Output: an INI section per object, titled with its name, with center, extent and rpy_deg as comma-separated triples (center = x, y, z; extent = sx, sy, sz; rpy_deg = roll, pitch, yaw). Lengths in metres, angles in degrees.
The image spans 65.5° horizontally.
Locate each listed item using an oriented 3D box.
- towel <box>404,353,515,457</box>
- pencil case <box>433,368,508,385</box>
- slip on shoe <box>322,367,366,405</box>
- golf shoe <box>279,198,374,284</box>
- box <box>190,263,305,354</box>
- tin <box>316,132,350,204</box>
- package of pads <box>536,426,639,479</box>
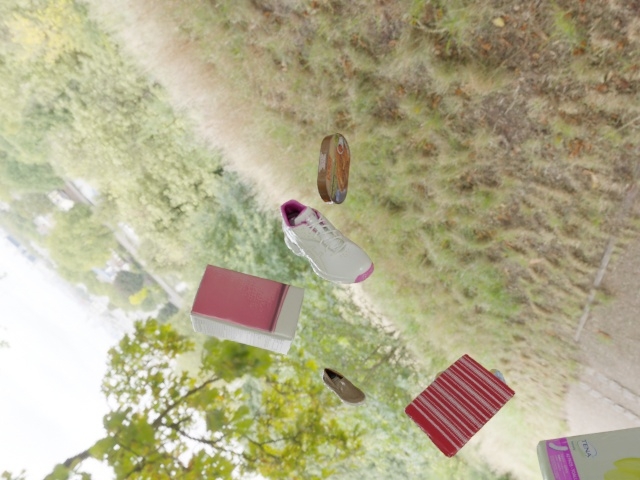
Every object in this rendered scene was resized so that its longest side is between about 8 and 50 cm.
[towel]
center = 0.407, 0.480, 1.469
extent = 0.199, 0.275, 0.031
rpy_deg = 38, 159, 44
[pencil case]
center = 0.557, 0.547, 1.868
extent = 0.114, 0.123, 0.273
rpy_deg = 11, 160, -37
[slip on shoe]
center = 0.056, 0.361, 1.237
extent = 0.135, 0.052, 0.041
rpy_deg = 28, 135, 43
[golf shoe]
center = 0.000, 0.000, 1.203
extent = 0.306, 0.115, 0.140
rpy_deg = 30, 152, 40
[box]
center = -0.166, 0.162, 1.150
extent = 0.233, 0.126, 0.148
rpy_deg = 15, 153, -3
[tin]
center = 0.034, -0.185, 1.288
extent = 0.040, 0.189, 0.106
rpy_deg = -1, 165, 29
[package of pads]
center = 0.635, 0.518, 1.061
extent = 0.297, 0.229, 0.101
rpy_deg = -16, 109, 19
